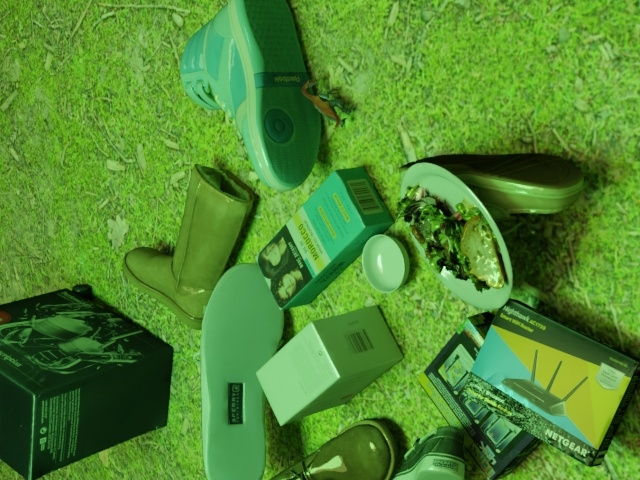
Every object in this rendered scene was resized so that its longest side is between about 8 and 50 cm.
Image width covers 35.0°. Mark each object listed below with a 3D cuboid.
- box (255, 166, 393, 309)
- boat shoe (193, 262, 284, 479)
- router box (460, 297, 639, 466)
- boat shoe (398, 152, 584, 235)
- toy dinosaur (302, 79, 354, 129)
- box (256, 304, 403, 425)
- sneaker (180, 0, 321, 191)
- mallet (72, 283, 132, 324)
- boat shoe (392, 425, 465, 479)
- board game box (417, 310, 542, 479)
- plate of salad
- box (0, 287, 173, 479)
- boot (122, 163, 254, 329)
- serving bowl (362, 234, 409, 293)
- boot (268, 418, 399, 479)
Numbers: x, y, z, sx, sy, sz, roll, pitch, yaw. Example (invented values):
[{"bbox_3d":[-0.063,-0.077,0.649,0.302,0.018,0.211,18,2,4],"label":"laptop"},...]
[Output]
[{"bbox_3d":[0.000,0.000,1.501,0.244,0.060,0.100,-46,64,43],"label":"box"},{"bbox_3d":[-0.136,0.223,1.653,0.156,0.136,0.367,152,120,-74],"label":"boat shoe"},{"bbox_3d":[0.270,0.163,1.191,0.179,0.046,0.133,26,97,33],"label":"router box"},{"bbox_3d":[0.207,-0.054,1.233,0.285,0.105,0.089,12,115,59],"label":"boat shoe"},{"bbox_3d":[0.006,-0.200,1.451,0.082,0.090,0.047,29,107,6],"label":"toy dinosaur"},{"bbox_3d":[0.011,0.181,1.473,0.170,0.130,0.091,-45,65,43],"label":"box"},{"bbox_3d":[-0.115,-0.207,1.545,0.208,0.127,0.319,-22,71,47],"label":"sneaker"},{"bbox_3d":[-0.444,0.133,2.058,0.190,0.039,0.062,10,108,43],"label":"mallet"},{"bbox_3d":[0.151,0.304,1.367,0.219,0.078,0.070,115,169,-63],"label":"boat shoe"},{"bbox_3d":[0.218,0.200,1.304,0.170,0.048,0.141,55,136,25],"label":"board game box"},{"bbox_3d":[0.153,0.001,1.214,0.200,0.048,0.200,47,156,29],"label":"plate of salad"},{"bbox_3d":[-0.511,0.254,1.916,0.343,0.312,0.178,23,114,35],"label":"box"},{"bbox_3d":[-0.229,-0.013,1.746,0.236,0.089,0.269,33,123,25],"label":"boot"},{"bbox_3d":[0.096,0.031,1.422,0.083,0.027,0.083,12,106,47],"label":"serving bowl"},{"bbox_3d":[0.002,0.362,1.534,0.305,0.115,0.112,-42,64,43],"label":"boot"}]
